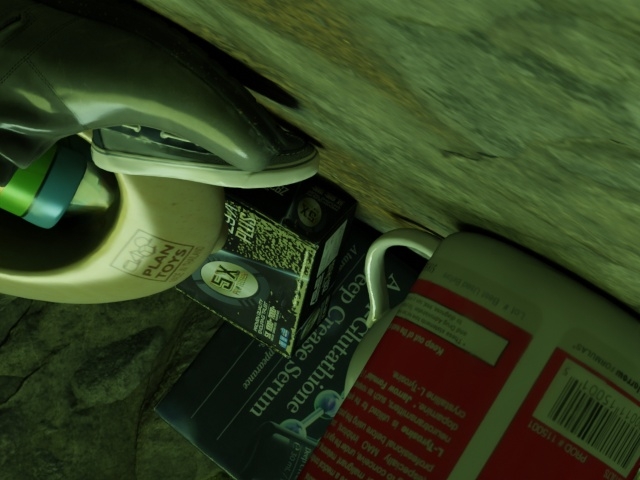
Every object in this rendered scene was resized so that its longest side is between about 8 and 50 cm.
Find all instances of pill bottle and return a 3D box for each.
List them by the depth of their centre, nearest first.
[{"bbox_3d":[0.096,0.217,1.243,0.229,0.408,0.229,32,176,3],"label":"pill bottle"}]

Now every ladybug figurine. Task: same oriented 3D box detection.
[{"bbox_3d":[-0.284,-0.101,1.411,0.449,0.305,0.162,27,-143,-21],"label":"ladybug figurine"}]

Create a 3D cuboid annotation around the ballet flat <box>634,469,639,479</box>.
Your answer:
[{"bbox_3d":[0.294,0.208,1.479,0.070,0.070,0.188,33,175,-25],"label":"ballet flat"}]

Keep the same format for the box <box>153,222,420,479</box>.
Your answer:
[{"bbox_3d":[0.073,0.200,1.714,0.395,0.293,0.212,38,178,13],"label":"box"}]

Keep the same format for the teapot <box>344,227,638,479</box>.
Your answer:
[{"bbox_3d":[0.155,0.137,1.451,0.256,0.253,0.187,13,149,-25],"label":"teapot"}]

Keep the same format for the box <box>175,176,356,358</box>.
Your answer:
[{"bbox_3d":[-0.058,0.007,1.567,0.147,0.077,0.180,31,139,14],"label":"box"}]

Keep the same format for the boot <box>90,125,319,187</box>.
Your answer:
[{"bbox_3d":[-0.094,-0.097,1.278,0.189,0.086,0.069,3,-152,-1],"label":"boot"}]

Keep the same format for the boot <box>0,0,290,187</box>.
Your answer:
[{"bbox_3d":[-0.210,-0.085,1.179,0.338,0.223,0.118,31,175,8],"label":"boot"}]
